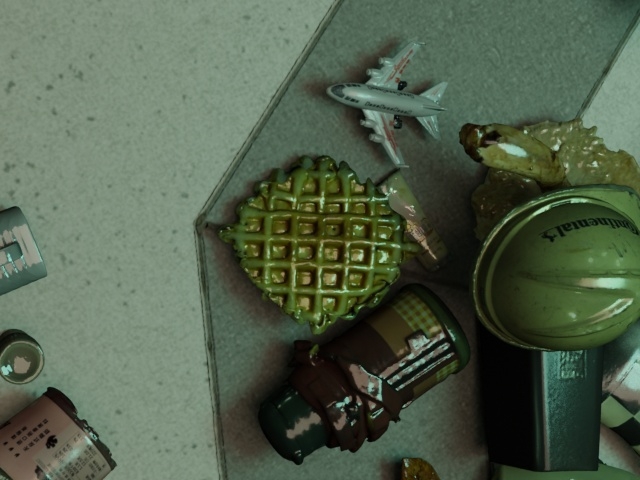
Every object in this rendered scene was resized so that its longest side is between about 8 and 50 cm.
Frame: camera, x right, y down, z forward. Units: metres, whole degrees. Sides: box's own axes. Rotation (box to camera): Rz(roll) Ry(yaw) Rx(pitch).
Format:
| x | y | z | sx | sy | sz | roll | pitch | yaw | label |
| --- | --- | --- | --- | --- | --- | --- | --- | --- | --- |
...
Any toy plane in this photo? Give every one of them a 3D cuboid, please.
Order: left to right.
| x | y | z | sx | sy | sz | roll | pitch | yaw | label |
| --- | --- | --- | --- | --- | --- | --- | --- | --- | --- |
| 0.084 | -0.178 | 1.411 | 0.171 | 0.065 | 0.162 | 7 | 92 | -18 | toy plane |

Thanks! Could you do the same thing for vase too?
| x | y | z | sx | sy | sz | roll | pitch | yaw | label |
| --- | --- | --- | --- | --- | --- | --- | --- | --- | --- |
| -0.345 | 0.129 | 1.259 | 0.053 | 0.101 | 0.053 | -2 | 95 | -20 | vase |

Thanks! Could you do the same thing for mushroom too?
| x | y | z | sx | sy | sz | roll | pitch | yaw | label |
| --- | --- | --- | --- | --- | --- | --- | --- | --- | --- |
| 0.291 | -0.041 | 1.385 | 0.233 | 0.302 | 0.208 | 15 | 106 | 19 | mushroom |

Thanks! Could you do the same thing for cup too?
| x | y | z | sx | sy | sz | roll | pitch | yaw | label |
| --- | --- | --- | --- | --- | --- | --- | --- | --- | --- |
| -0.380 | 0.024 | 1.227 | 0.129 | 0.128 | 0.095 | -24 | 99 | -19 | cup |

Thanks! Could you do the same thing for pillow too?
| x | y | z | sx | sy | sz | roll | pitch | yaw | label |
| --- | --- | --- | --- | --- | --- | --- | --- | --- | --- |
| 0.461 | 0.210 | 1.550 | 0.250 | 0.106 | 0.186 | 41 | 79 | -13 | pillow |

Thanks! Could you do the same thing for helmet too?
| x | y | z | sx | sy | sz | roll | pitch | yaw | label |
| --- | --- | --- | --- | --- | --- | --- | --- | --- | --- |
| 0.315 | 0.045 | 1.275 | 0.258 | 0.137 | 0.204 | -19 | 111 | -16 | helmet |

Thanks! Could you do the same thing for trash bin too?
| x | y | z | sx | sy | sz | roll | pitch | yaw | label |
| --- | --- | --- | --- | --- | --- | --- | --- | --- | --- |
| 0.284 | 0.179 | 1.435 | 0.115 | 0.165 | 0.225 | 3 | 84 | -19 | trash bin |

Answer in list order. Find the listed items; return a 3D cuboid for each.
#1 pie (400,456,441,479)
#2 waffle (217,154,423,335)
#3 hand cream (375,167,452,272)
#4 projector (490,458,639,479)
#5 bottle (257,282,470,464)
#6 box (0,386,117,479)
| x | y | z | sx | sy | sz | roll | pitch | yaw | label |
| --- | --- | --- | --- | --- | --- | --- | --- | --- | --- |
| 0.126 | 0.375 | 1.480 | 0.088 | 0.033 | 0.191 | 3 | 100 | -31 | pie |
| 0.000 | 0.000 | 1.378 | 0.208 | 0.054 | 0.214 | -41 | 87 | -11 | waffle |
| 0.122 | -0.022 | 1.452 | 0.061 | 0.039 | 0.143 | -39 | 100 | -11 | hand cream |
| 0.359 | 0.389 | 1.491 | 0.270 | 0.088 | 0.193 | 12 | 45 | -5 | projector |
| 0.045 | 0.168 | 1.381 | 0.271 | 0.143 | 0.156 | -32 | 69 | -14 | bottle |
| -0.317 | 0.254 | 1.257 | 0.135 | 0.151 | 0.151 | -42 | 106 | -20 | box |
